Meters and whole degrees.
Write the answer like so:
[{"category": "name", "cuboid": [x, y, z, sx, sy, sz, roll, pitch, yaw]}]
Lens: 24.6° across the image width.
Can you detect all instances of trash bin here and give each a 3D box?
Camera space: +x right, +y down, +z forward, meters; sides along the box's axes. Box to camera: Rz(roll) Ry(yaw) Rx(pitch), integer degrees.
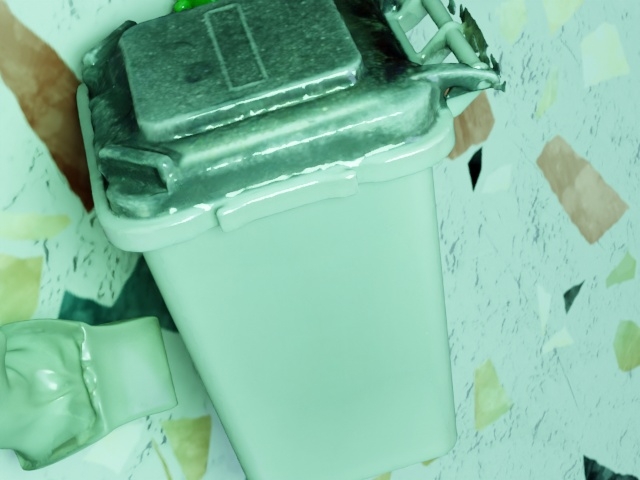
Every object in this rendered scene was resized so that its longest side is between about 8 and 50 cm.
[{"category": "trash bin", "cuboid": [0.000, 0.000, 1.131, 0.296, 0.256, 0.368, -18, 125, -4]}]

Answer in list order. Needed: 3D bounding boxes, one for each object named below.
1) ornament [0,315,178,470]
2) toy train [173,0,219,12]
[{"category": "ornament", "cuboid": [-0.237, 0.112, 1.054, 0.285, 0.120, 0.130, 8, 73, -44]}, {"category": "toy train", "cuboid": [-0.071, -0.216, 1.175, 0.119, 0.085, 0.251, -47, 126, -7]}]
